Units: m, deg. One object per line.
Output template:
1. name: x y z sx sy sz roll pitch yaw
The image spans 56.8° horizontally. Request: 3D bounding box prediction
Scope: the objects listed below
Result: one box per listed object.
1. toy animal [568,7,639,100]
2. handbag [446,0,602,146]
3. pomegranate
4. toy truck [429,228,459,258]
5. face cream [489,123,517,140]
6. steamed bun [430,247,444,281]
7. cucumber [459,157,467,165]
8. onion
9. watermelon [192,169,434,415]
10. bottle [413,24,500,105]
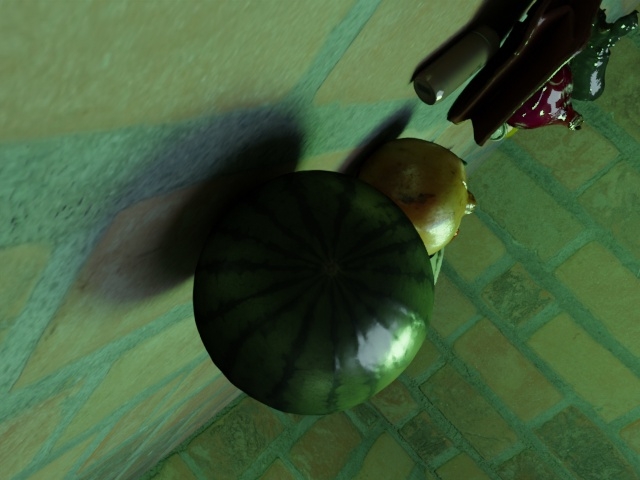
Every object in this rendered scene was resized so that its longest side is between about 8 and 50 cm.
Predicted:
1. toy animal: 0.770 -0.539 1.696 0.106 0.168 0.343 -39 156 -13
2. handbag: 0.332 -0.305 0.937 0.276 0.084 0.260 -55 180 -33
3. pomegranate: 0.153 -0.073 1.018 0.209 0.209 0.209 -42 171 -8
4. toy truck: 0.252 -0.071 1.361 0.107 0.114 0.253 120 -26 -64
5. face cream: 0.557 -0.375 1.688 0.348 0.105 0.105 -37 169 -36
6. steamed bun: 0.263 0.094 2.025 0.374 0.241 0.375 -163 -90 -87
7. cucumber: 0.327 -0.192 1.656 0.115 0.063 0.244 -42 173 26
8. onion: 0.524 -0.327 1.401 0.139 0.218 0.195 -32 165 -45
9. watermelon: -0.009 0.065 0.711 0.279 0.279 0.359 -41 168 -16
10. bottle: 0.196 -0.252 0.849 0.140 0.053 0.053 -42 171 -15
